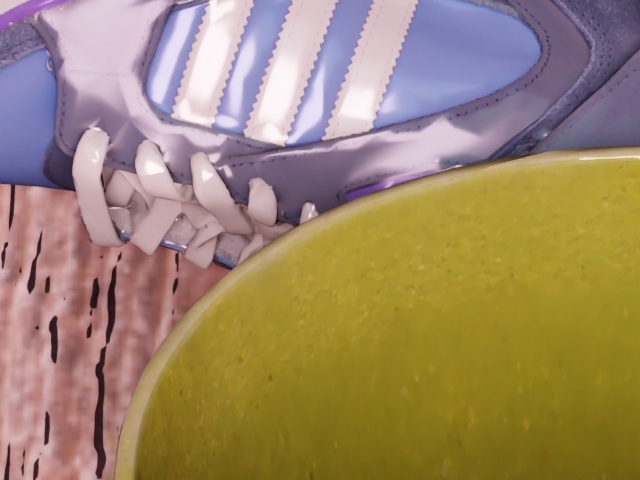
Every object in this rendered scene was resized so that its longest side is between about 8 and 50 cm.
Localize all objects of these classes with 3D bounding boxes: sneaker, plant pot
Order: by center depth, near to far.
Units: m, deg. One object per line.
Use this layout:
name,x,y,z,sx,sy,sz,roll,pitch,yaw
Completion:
plant pot,0.098,0.165,0.446,0.275,0.275,0.293,-5,121,0
sneaker,0.000,0.000,0.570,0.323,0.130,0.236,-13,73,-8
